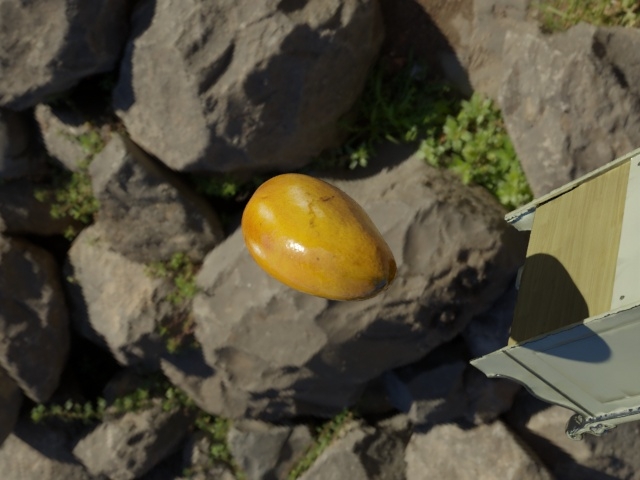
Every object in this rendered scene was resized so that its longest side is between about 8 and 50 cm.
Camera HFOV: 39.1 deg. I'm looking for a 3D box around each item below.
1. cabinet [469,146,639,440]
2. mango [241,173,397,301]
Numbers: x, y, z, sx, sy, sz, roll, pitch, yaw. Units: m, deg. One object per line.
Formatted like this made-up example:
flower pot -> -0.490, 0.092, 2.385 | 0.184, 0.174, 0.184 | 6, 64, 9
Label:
cabinet -> 0.404, 0.070, 1.178 | 0.227, 0.290, 0.318 | 34, 144, -20
mango -> 0.000, 0.000, 0.982 | 0.219, 0.144, 0.113 | 34, 119, 49
